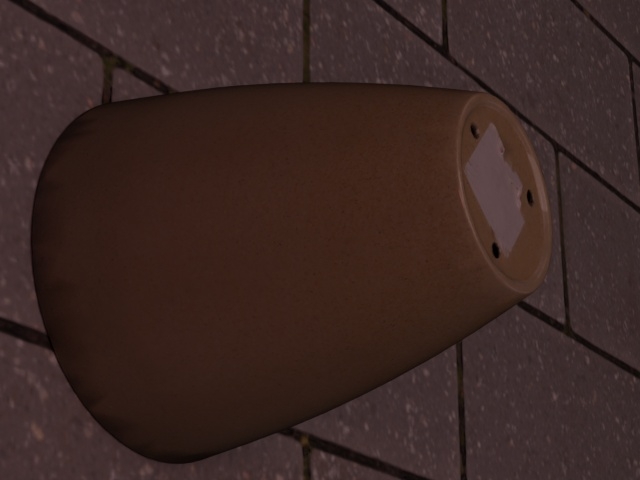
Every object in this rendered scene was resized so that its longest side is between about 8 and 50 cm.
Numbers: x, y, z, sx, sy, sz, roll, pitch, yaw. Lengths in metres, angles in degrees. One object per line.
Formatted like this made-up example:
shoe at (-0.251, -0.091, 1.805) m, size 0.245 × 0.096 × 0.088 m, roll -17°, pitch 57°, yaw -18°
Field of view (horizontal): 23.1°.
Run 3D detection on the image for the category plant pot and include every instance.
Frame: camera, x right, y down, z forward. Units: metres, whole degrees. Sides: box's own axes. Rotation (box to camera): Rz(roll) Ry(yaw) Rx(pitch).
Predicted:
plant pot at (0.000, 0.000, 1.021) m, size 0.256 × 0.274 × 0.257 m, roll 28°, pitch 55°, yaw -50°
